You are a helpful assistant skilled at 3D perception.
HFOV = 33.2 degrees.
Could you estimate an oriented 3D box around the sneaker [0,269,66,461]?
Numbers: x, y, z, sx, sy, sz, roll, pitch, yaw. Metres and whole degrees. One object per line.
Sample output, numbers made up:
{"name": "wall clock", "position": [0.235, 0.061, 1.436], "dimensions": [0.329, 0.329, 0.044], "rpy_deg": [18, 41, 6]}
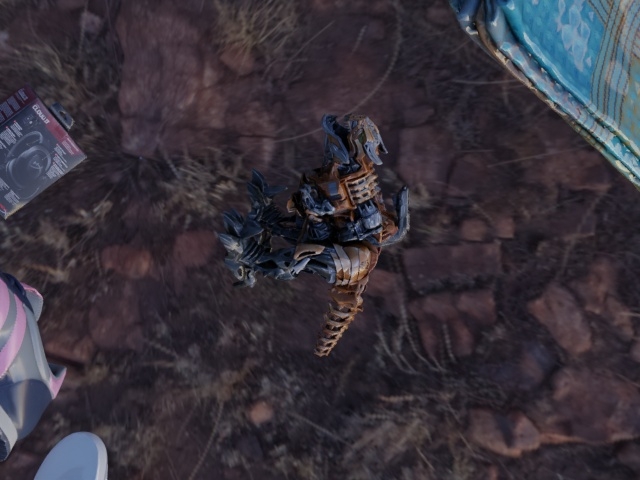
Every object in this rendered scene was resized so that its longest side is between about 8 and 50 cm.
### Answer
{"name": "sneaker", "position": [-0.333, 0.054, 1.016], "dimensions": [0.112, 0.131, 0.319], "rpy_deg": [12, 129, 26]}

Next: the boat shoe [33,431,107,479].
{"name": "boat shoe", "position": [-0.224, 0.259, 0.973], "dimensions": [0.066, 0.063, 0.184], "rpy_deg": [14, 93, 27]}

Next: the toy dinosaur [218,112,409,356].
{"name": "toy dinosaur", "position": [0.000, 0.000, 1.337], "dimensions": [0.219, 0.164, 0.321], "rpy_deg": [6, 96, 10]}

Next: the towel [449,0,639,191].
{"name": "towel", "position": [0.253, -0.178, 0.785], "dimensions": [0.370, 0.040, 0.271], "rpy_deg": [33, 73, -39]}

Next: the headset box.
{"name": "headset box", "position": [-0.213, -0.066, 0.765], "dimensions": [0.083, 0.032, 0.062], "rpy_deg": [-40, 132, -6]}
